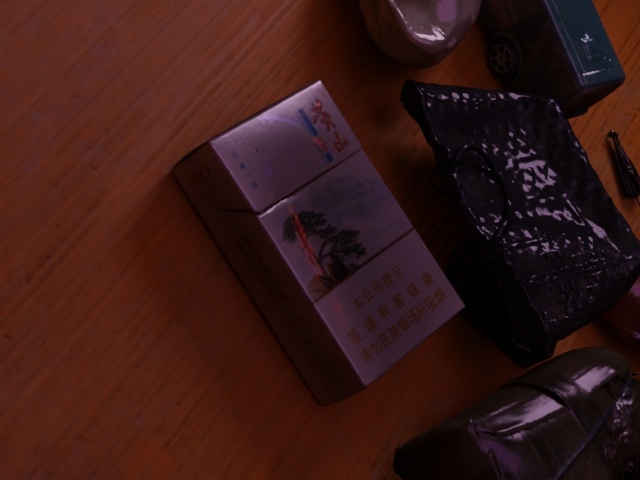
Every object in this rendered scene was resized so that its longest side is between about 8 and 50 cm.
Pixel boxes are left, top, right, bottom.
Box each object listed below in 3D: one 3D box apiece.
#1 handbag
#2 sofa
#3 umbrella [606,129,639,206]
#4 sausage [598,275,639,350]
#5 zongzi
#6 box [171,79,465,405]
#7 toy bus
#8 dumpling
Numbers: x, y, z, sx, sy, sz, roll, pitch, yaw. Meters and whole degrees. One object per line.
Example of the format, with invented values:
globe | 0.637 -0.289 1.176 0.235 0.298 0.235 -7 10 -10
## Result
handbag | 0.177 -0.029 1.646 0.175 0.088 0.270 -5 61 -47
sofa | 0.163 0.055 1.656 0.118 0.039 0.060 41 48 -18
umbrella | 0.308 -0.073 1.865 0.031 0.020 0.083 -9 70 -48
sausage | 0.376 0.110 1.794 0.304 0.078 0.078 33 51 -26
zongzi | 0.215 0.242 1.550 0.251 0.125 0.274 -24 88 -38
box | 0.000 -0.001 1.520 0.149 0.067 0.233 -36 94 -46
toy bus | 0.199 -0.243 1.796 0.091 0.109 0.262 -17 80 -39
dumpling | 0.076 -0.224 1.681 0.134 0.100 0.169 39 45 -1
